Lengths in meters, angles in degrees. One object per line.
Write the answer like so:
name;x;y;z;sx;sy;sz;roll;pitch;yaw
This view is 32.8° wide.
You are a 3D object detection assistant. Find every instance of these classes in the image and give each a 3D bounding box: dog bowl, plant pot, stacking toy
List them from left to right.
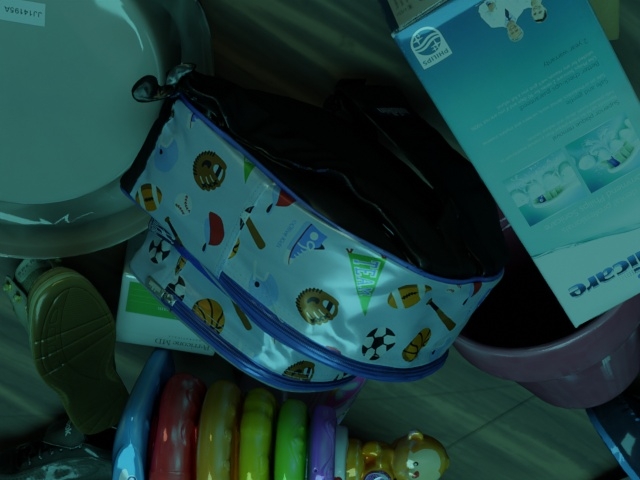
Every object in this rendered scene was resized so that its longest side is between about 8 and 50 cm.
dog bowl;-0.252;-0.153;0.909;0.348;0.102;0.349;-1;125;-1
stacking toy;-0.031;0.205;1.013;0.301;0.166;0.175;2;113;4
plant pot;0.223;0.062;1.025;0.201;0.201;0.180;-23;138;15

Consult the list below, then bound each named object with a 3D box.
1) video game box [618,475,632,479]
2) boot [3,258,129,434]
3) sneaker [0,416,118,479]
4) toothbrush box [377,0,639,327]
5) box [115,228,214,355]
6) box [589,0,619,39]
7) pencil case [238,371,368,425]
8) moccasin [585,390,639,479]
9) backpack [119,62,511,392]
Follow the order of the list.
video game box;0.376;0.369;1.304;0.205;0.048;0.187;39;129;-25
boot;-0.248;0.064;1.014;0.077;0.165;0.213;-25;142;-17
sneaker;-0.282;0.234;1.203;0.234;0.078;0.106;-3;123;-3
toothbrush box;0.161;-0.117;0.837;0.126;0.216;0.295;-31;122;13
box;-0.141;0.042;1.048;0.101;0.102;0.087;9;127;-9
box;0.163;-0.249;0.893;0.164;0.021;0.201;-7;126;4
pencil case;0.003;0.104;1.084;0.124;0.124;0.284;20;124;-14
moccasin;0.417;0.232;1.190;0.117;0.138;0.342;-41;130;20
backpack;0.000;0.000;0.846;0.276;0.263;0.213;-7;125;-52
